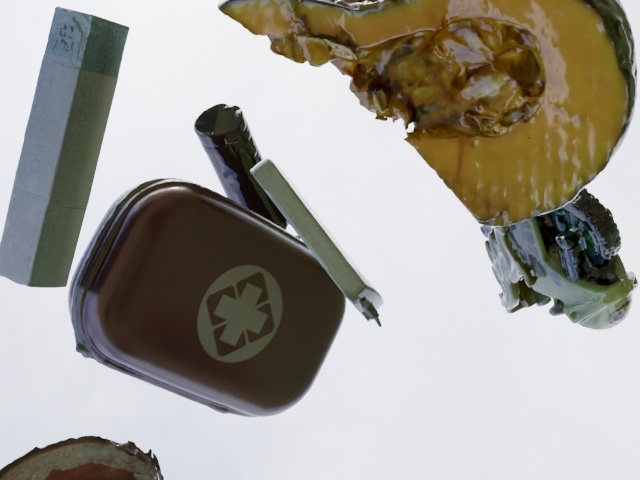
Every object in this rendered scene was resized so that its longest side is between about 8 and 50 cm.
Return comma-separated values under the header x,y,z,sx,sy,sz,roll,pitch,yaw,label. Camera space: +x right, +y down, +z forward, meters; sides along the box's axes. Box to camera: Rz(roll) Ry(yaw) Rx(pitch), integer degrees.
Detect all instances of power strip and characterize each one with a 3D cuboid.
x,y,z,sx,sy,sz,roll,pitch,yaw,label
0.000,0.000,1.089,0.227,0.029,0.080,53,-178,23,power strip

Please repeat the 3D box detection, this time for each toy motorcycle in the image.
x,y,z,sx,sy,sz,roll,pitch,yaw,label
0.372,0.016,1.677,0.168,0.410,0.237,-27,-81,-11,toy motorcycle

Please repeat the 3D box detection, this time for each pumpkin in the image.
x,y,z,sx,sy,sz,roll,pitch,yaw,label
0.084,-0.113,0.767,0.139,0.280,0.190,-64,-30,-61,pumpkin

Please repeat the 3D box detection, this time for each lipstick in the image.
x,y,z,sx,sy,sz,roll,pitch,yaw,label
-0.301,-0.105,1.223,0.068,0.066,0.317,5,-78,-61,lipstick

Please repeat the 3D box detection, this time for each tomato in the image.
x,y,z,sx,sy,sz,roll,pitch,yaw,label
-0.193,0.289,0.878,0.180,0.155,0.214,-9,-129,-19,tomato

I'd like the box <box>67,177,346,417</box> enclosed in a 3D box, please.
x,y,z,sx,sy,sz,roll,pitch,yaw,label
-0.137,0.085,1.397,0.404,0.108,0.263,29,-96,-39,box

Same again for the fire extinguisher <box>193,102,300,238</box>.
x,y,z,sx,sy,sz,roll,pitch,yaw,label
-0.090,-0.073,1.492,0.072,0.089,0.268,-94,-14,-47,fire extinguisher
